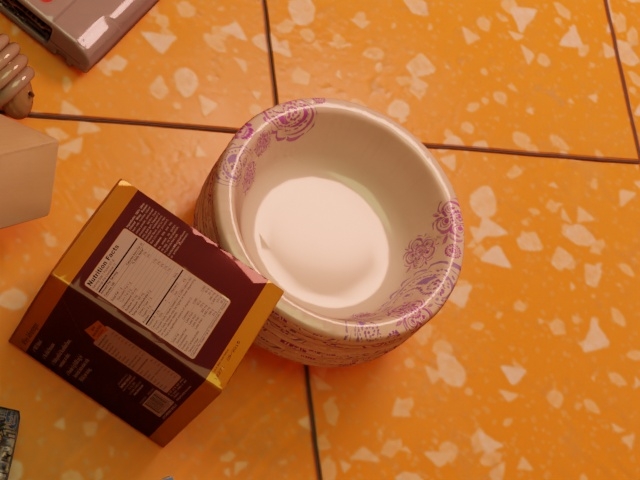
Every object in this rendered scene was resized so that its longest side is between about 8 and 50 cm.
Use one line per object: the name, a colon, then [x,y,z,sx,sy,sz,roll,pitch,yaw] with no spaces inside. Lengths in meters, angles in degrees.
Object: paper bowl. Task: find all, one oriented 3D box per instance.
paper bowl: [0.000,0.000,1.636,0.284,0.148,0.284,9,64,-20]

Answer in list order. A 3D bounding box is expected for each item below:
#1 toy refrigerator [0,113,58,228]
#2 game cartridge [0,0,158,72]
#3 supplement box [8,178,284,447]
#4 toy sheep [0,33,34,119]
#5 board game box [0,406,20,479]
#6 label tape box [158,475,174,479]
toy refrigerator: [-0.384,-0.048,1.452,0.102,0.094,0.269,23,25,27]
game cartridge: [-0.320,-0.344,1.717,0.294,0.060,0.196,39,53,-3]
supplement box: [-0.176,0.076,1.496,0.194,0.191,0.129,36,57,-5]
toy sheep: [-0.355,-0.182,1.605,0.132,0.091,0.091,50,55,-18]
board game box: [-0.392,0.222,1.411,0.194,0.060,0.194,16,61,-17]
label tape box: [-0.227,0.376,1.346,0.334,0.106,0.240,-18,94,-29]
